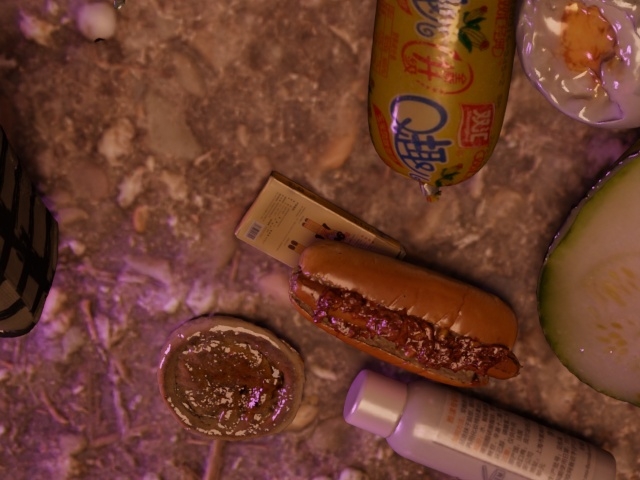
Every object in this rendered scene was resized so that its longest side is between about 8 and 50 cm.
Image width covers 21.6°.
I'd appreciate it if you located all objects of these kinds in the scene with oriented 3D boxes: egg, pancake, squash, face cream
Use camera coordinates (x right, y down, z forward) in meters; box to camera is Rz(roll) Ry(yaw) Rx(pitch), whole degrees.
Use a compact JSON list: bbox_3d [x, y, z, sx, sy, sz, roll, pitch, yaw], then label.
[{"bbox_3d":[0.259,-0.193,1.371,0.183,0.217,0.183,23,130,30],"label":"egg"},{"bbox_3d":[-0.087,0.136,1.645,0.152,0.025,0.151,2,115,4],"label":"pancake"},{"bbox_3d":[0.321,0.026,1.475,0.233,0.210,0.309,45,106,-3],"label":"squash"},{"bbox_3d":[0.152,0.196,1.632,0.269,0.082,0.082,22,114,-7],"label":"face cream"}]

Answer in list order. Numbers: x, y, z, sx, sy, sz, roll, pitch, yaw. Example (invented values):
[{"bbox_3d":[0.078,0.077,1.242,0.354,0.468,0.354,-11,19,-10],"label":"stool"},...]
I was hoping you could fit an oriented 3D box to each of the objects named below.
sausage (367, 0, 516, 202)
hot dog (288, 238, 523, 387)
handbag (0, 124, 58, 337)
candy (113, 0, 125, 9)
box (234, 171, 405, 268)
[{"bbox_3d":[0.108,-0.192,1.425,0.123,0.123,0.347,5,115,0],"label":"sausage"},{"bbox_3d":[0.087,0.074,1.565,0.249,0.076,0.102,23,111,-18],"label":"hot dog"},{"bbox_3d":[-0.411,-0.037,1.429,0.327,0.325,0.162,5,71,3],"label":"handbag"},{"bbox_3d":[-0.122,-0.271,1.438,0.182,0.053,0.046,-39,107,21],"label":"candy"},{"bbox_3d":[0.000,0.000,1.579,0.149,0.020,0.073,30,112,-11],"label":"box"}]
